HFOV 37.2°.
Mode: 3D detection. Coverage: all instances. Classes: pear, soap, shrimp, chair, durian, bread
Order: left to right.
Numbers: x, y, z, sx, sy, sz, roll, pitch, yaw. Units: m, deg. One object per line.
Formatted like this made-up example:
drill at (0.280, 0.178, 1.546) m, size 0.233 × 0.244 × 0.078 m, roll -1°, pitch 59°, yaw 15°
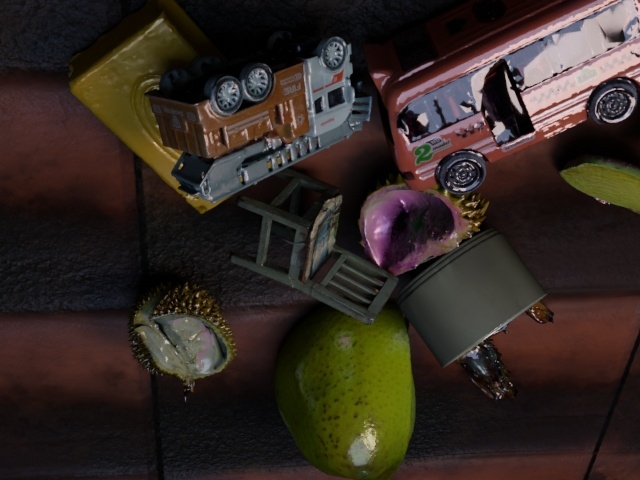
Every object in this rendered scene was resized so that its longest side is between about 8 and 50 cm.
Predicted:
durian at (-0.254, 0.168, 1.741) m, size 0.194 × 0.137 × 0.237 m, roll -5°, pitch 129°, yaw -10°
soap at (-0.212, -0.199, 1.470) m, size 0.204 × 0.096 × 0.324 m, roll -32°, pitch 126°, yaw 18°
chair at (0.000, 0.000, 1.566) m, size 0.271 × 0.136 × 0.147 m, roll 24°, pitch 129°, yaw 14°
pear at (0.045, 0.319, 1.798) m, size 0.239 × 0.318 × 0.342 m, roll 5°, pitch 127°, yaw -17°
durian at (0.156, -0.045, 1.599) m, size 0.261 × 0.153 × 0.186 m, roll -20°, pitch 129°, yaw 38°
shrimp at (0.371, 0.206, 1.904) m, size 0.222 × 0.054 × 0.290 m, roll -25°, pitch 120°, yaw 13°
bread at (0.516, -0.092, 1.603) m, size 0.229 × 0.228 × 0.033 m, roll 27°, pitch 84°, yaw -26°

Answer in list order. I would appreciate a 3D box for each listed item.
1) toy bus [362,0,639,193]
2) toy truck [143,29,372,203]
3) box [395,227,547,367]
toy bus at (0.282, -0.257, 1.425) m, size 0.427 × 0.203 × 0.233 m, roll -24°, pitch 124°, yaw 11°
toy truck at (-0.072, -0.190, 1.384) m, size 0.338 × 0.133 × 0.184 m, roll -28°, pitch 121°, yaw -35°
box at (0.264, 0.100, 1.676) m, size 0.226 × 0.149 × 0.226 m, roll -33°, pitch 168°, yaw -8°
